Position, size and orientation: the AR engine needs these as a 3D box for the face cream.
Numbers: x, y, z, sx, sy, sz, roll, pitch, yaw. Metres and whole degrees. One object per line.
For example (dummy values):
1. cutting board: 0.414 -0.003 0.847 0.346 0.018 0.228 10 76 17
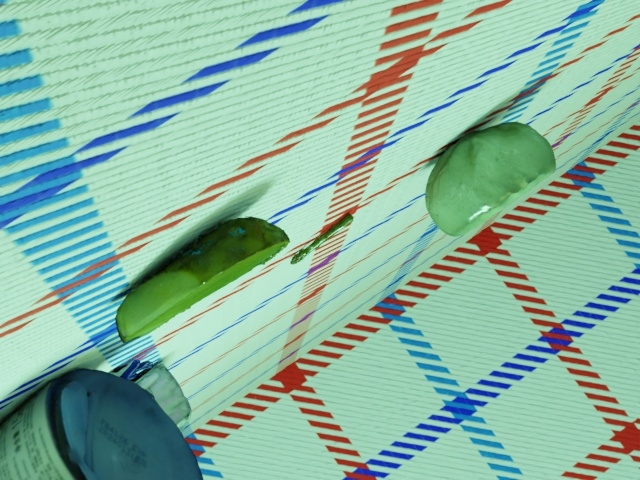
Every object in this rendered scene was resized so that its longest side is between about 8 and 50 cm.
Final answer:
1. face cream: -0.285 0.302 1.665 0.225 0.249 0.249 -39 172 22

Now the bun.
1. bun: 0.231 -0.095 2.006 0.195 0.118 0.195 -31 178 -1

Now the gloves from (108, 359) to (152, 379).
1. gloves: -0.258 0.180 1.888 0.064 0.026 0.086 -41 171 23

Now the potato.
1. potato: -0.125 0.031 1.429 0.198 0.054 0.119 -33 175 21

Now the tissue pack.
1. tissue pack: -0.328 0.326 2.183 0.259 0.122 0.361 -35 171 -17

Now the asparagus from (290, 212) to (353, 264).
1. asparagus: 0.000 0.000 1.964 0.114 0.014 0.015 -37 156 16
